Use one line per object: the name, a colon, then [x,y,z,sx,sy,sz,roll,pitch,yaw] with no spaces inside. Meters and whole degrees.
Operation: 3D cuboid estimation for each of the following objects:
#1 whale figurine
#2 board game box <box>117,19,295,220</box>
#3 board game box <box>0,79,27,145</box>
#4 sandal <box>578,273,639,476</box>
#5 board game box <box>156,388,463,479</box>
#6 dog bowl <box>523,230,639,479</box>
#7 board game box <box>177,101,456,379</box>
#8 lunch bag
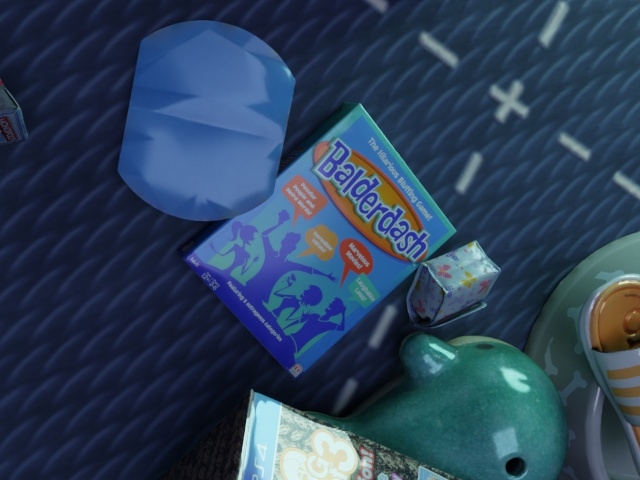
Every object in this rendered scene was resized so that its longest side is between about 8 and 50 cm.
whale figurine: [0.109,0.197,0.746,0.272,0.141,0.216,-9,103,-13]
board game box: [-0.097,-0.101,0.675,0.133,0.033,0.168,11,94,-7]
board game box: [-0.318,-0.132,0.570,0.194,0.060,0.194,0,74,-15]
sandal: [0.332,0.150,0.733,0.102,0.076,0.265,-30,107,-10]
board game box: [-0.001,0.289,0.671,0.291,0.141,0.232,27,130,-20]
dog bowl: [0.393,0.163,0.849,0.349,0.102,0.348,-3,100,-17]
board game box: [0.000,0.000,0.725,0.210,0.047,0.160,-43,109,-7]
lunch bag: [0.127,0.050,0.757,0.071,0.053,0.083,-20,149,-26]
